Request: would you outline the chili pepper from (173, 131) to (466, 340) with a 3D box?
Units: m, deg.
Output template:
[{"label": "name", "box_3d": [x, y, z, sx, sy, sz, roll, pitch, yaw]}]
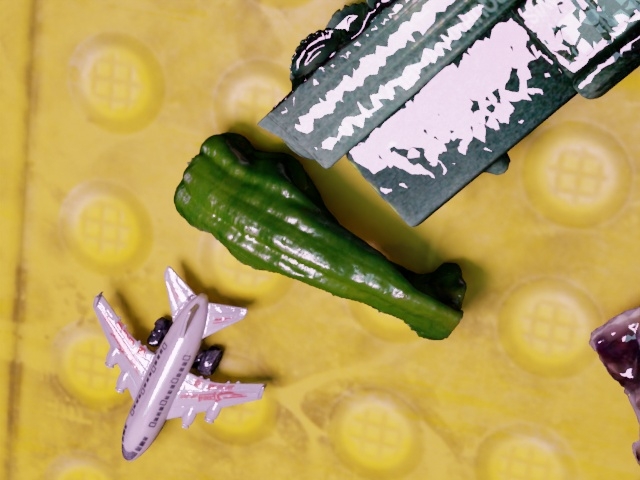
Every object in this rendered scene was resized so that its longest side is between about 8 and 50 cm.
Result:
[{"label": "chili pepper", "box_3d": [0.000, 0.000, 1.380, 0.253, 0.099, 0.083, 30, 114, 6]}]

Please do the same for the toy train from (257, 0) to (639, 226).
[{"label": "toy train", "box_3d": [0.114, -0.144, 1.278, 0.178, 0.138, 0.330, 47, 116, -5]}]

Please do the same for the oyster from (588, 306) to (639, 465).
[{"label": "oyster", "box_3d": [0.351, 0.127, 1.297, 0.275, 0.100, 0.271, 38, 134, -10]}]

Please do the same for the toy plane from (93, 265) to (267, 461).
[{"label": "toy plane", "box_3d": [-0.128, 0.112, 1.480, 0.162, 0.065, 0.171, 28, 116, 7]}]
